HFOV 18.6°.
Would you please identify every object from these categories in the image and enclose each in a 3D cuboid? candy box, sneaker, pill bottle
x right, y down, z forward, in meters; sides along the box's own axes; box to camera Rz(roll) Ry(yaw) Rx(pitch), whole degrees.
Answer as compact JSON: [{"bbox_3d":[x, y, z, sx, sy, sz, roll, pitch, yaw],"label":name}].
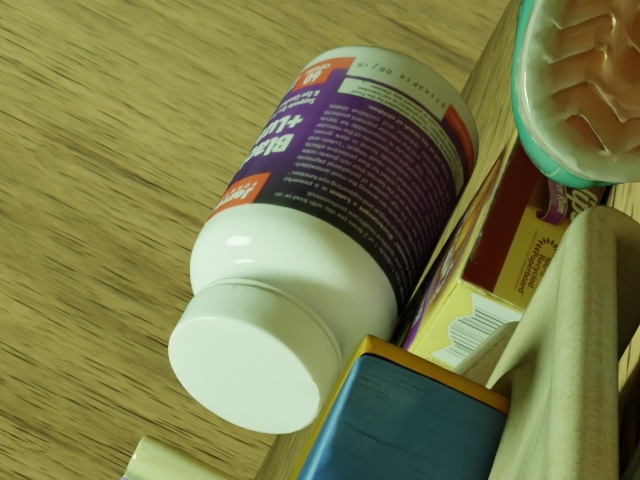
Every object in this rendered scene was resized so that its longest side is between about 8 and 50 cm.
[{"bbox_3d":[0.070,0.041,0.938,0.186,0.053,0.109,116,180,-50],"label":"candy box"},{"bbox_3d":[0.145,-0.163,0.751,0.302,0.108,0.121,-65,5,-1],"label":"sneaker"},{"bbox_3d":[0.000,0.000,0.975,0.193,0.108,0.108,-61,-1,-40],"label":"pill bottle"}]

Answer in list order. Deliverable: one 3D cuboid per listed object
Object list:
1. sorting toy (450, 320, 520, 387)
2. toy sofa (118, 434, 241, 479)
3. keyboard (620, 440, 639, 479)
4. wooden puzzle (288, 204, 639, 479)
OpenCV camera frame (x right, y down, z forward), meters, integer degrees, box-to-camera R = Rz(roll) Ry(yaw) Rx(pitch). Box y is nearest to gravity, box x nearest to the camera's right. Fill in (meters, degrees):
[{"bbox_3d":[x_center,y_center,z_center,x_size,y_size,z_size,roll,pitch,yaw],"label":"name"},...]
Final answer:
[{"bbox_3d":[0.007,0.144,0.775,0.193,0.038,0.208,-39,-18,-35],"label":"sorting toy"},{"bbox_3d":[-0.128,0.314,1.220,0.362,0.150,0.177,-64,0,-18],"label":"toy sofa"},{"bbox_3d":[0.073,0.102,0.497,0.256,0.014,0.072,-64,6,-3],"label":"keyboard"},{"bbox_3d":[-0.016,0.166,0.529,0.322,0.080,0.348,-65,-3,22],"label":"wooden puzzle"}]
